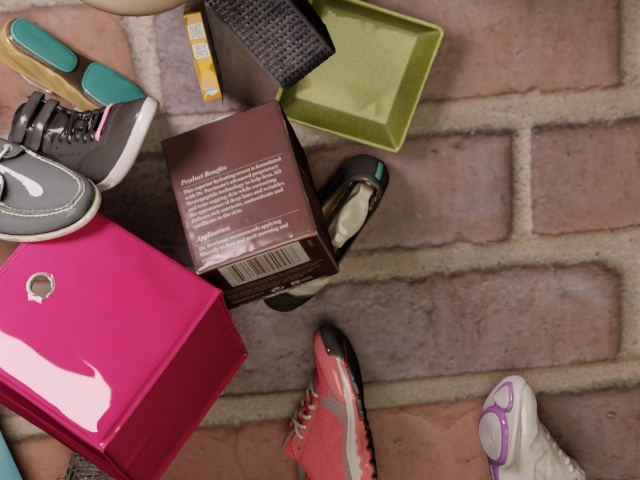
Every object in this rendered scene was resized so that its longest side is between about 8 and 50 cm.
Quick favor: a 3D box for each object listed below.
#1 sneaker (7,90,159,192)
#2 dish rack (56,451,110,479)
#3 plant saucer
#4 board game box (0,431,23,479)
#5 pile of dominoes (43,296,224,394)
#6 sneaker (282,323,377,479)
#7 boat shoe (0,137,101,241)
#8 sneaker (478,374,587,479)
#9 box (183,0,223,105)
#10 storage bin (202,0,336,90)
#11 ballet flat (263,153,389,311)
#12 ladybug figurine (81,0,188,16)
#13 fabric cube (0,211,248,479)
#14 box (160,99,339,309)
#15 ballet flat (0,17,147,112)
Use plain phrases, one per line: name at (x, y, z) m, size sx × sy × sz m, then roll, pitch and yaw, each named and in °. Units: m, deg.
sneaker at (-0.318, -0.139, 1.756) m, size 0.147 × 0.104 × 0.296 m, roll 32°, pitch 153°, yaw -19°
dish rack at (-0.332, 0.352, 1.993) m, size 0.074 × 0.208 × 0.271 m, roll 12°, pitch 118°, yaw -17°
plant saucer at (0.049, -0.234, 1.843) m, size 0.188 × 0.045 × 0.188 m, roll 16°, pitch 112°, yaw -10°
board game box at (-0.567, 0.378, 1.979) m, size 0.254 × 0.079 × 0.336 m, roll -35°, pitch 118°, yaw -34°
pile of dominoes at (-0.273, 0.155, 1.957) m, size 0.251 × 0.040 × 0.196 m, roll -10°, pitch 71°, yaw -1°
sneaker at (0.004, 0.276, 2.024) m, size 0.136 × 0.116 × 0.313 m, roll -9°, pitch 114°, yaw 3°
boat shoe at (-0.431, -0.083, 1.722) m, size 0.320 × 0.116 × 0.099 m, roll 14°, pitch 153°, yaw 21°
sneaker at (0.328, 0.330, 2.082) m, size 0.152 × 0.114 × 0.305 m, roll -14°, pitch 118°, yaw -12°
box at (-0.154, -0.247, 1.808) m, size 0.028 × 0.081 × 0.136 m, roll -10°, pitch 113°, yaw 1°
storage bin at (-0.071, -0.292, 1.707) m, size 0.084 × 0.122 × 0.180 m, roll -36°, pitch 121°, yaw 12°
ballet flat at (0.000, 0.000, 1.914) m, size 0.095 × 0.096 × 0.280 m, roll 28°, pitch 110°, yaw -15°
ladybug figurine at (-0.223, -0.476, 1.603) m, size 0.305 × 0.162 × 0.449 m, roll 10°, pitch 82°, yaw -22°
fabric cube at (-0.284, 0.143, 1.783) m, size 0.258 × 0.259 × 0.254 m, roll 31°, pitch 72°, yaw 17°
box at (-0.090, -0.044, 1.804) m, size 0.169 × 0.167 × 0.203 m, roll -18°, pitch 68°, yaw 6°
ballet flat at (-0.333, -0.215, 1.829) m, size 0.232 × 0.080 × 0.073 m, roll 35°, pitch 135°, yaw -14°
